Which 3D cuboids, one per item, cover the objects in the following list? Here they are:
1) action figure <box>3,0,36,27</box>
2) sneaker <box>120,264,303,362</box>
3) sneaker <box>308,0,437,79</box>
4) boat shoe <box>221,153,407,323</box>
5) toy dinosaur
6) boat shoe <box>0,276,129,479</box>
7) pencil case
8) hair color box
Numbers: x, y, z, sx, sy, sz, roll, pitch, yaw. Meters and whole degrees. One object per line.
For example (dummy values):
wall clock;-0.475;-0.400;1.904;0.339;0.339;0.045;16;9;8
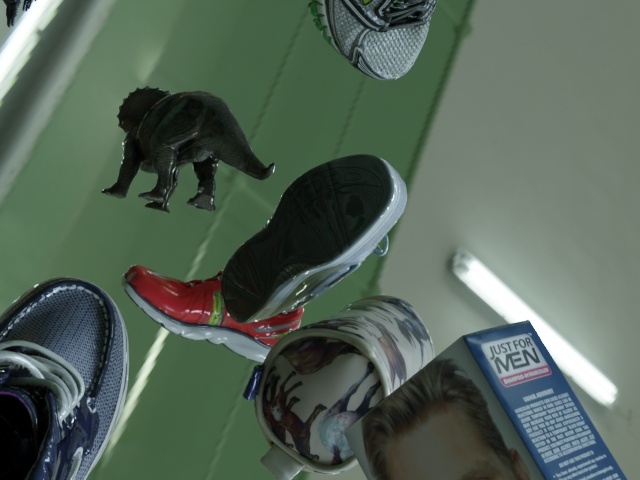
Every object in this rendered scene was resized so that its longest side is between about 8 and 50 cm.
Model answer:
action figure;-0.539;-0.377;1.593;0.164;0.275;0.141;-7;-104;50
sneaker;-0.148;0.075;1.589;0.118;0.279;0.107;-59;-148;16
sneaker;0.075;-0.264;1.086;0.134;0.343;0.146;-26;-116;-15
boat shoe;0.000;0.003;1.362;0.320;0.103;0.118;-44;-121;39
toy dinosaur;-0.169;-0.118;1.335;0.313;0.121;0.160;0;-104;55
boat shoe;-0.201;0.119;0.784;0.340;0.127;0.158;-78;-166;-46
pencil case;0.037;0.169;1.410;0.183;0.160;0.410;-42;173;12
hair color box;0.175;0.258;0.913;0.174;0.105;0.347;-46;-117;37
